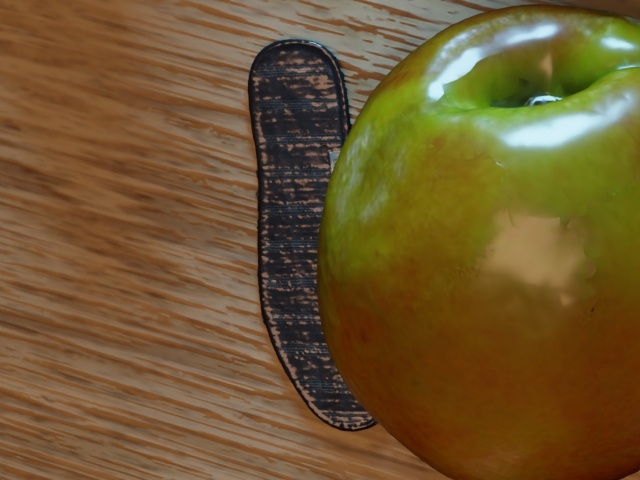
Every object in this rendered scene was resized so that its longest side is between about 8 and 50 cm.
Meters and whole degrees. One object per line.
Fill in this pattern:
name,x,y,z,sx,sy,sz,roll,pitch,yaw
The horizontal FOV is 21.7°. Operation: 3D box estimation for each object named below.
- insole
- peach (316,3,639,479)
insole,0.000,0.000,1.262,0.110,0.012,0.309,-1,107,16
peach,0.149,0.016,1.089,0.308,0.308,0.332,2,123,14
